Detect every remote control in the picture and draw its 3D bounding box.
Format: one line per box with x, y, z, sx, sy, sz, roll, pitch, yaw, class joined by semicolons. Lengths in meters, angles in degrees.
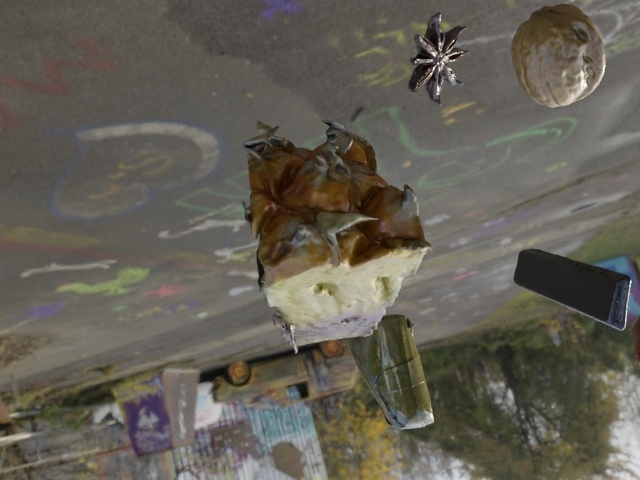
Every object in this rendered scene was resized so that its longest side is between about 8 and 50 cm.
0.302;0.052;0.824;0.025;0.063;0.245;8;-175;-8;remote control

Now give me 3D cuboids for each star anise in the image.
0.179;-0.282;1.038;0.141;0.140;0.042;-2;-159;-41;star anise

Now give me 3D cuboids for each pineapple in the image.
0.000;0.000;0.521;0.115;0.186;0.236;-6;-164;-7;pineapple

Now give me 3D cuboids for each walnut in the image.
0.605;-0.463;1.700;0.224;0.257;0.257;-46;-177;-31;walnut

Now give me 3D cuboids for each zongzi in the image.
0.122;0.284;1.400;0.115;0.228;0.256;-6;166;-29;zongzi

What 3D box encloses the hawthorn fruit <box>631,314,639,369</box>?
0.709;0.200;1.241;0.208;0.207;0.248;-15;179;-1;hawthorn fruit
